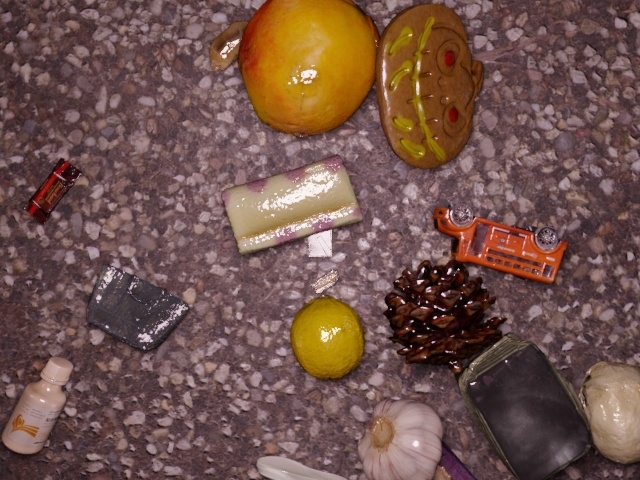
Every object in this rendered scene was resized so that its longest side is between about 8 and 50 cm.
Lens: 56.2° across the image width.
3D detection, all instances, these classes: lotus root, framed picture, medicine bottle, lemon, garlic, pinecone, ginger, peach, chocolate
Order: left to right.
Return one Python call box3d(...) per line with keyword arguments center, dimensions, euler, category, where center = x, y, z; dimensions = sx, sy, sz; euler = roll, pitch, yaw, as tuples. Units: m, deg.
box3d(center=(-0.750, 0.438, 1.611), dimensions=(0.114, 0.114, 0.252), euler=(27, 91, 2), category="medicine bottle")
box3d(center=(-0.734, -0.135, 1.644), dimensions=(0.086, 0.028, 0.182), euler=(34, 91, 9), category="chocolate")
box3d(center=(-0.222, -0.526, 1.596), dimensions=(0.190, 0.069, 0.095), euler=(-37, 111, 2), category="ginger")
box3d(center=(-0.020, -0.440, 1.479), dimensions=(0.372, 0.290, 0.373), euler=(0, 90, -2), category="peach")
box3d(center=(0.000, 0.000, 1.626), dimensions=(0.066, 0.006, 0.089), euler=(-1, 91, 2), category="framed picture")
box3d(center=(0.015, 0.110, 1.616), dimensions=(0.083, 0.030, 0.037), euler=(-34, 96, 4), category="lotus root")
box3d(center=(0.018, 0.250, 1.539), dimensions=(0.192, 0.192, 0.231), euler=(-9, 93, 2), category="lemon")
box3d(center=(0.242, 0.547, 1.536), dimensions=(0.253, 0.245, 0.245), euler=(38, 92, -21), category="garlic")
box3d(center=(0.301, 0.176, 1.476), dimensions=(0.298, 0.296, 0.242), euler=(-4, 133, -26), category="pinecone")

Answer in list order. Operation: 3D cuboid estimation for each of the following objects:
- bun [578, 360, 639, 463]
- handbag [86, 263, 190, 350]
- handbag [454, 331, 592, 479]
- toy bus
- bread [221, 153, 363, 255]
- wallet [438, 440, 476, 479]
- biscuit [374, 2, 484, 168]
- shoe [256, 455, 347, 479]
box3d(center=(0.720, 0.423, 1.492), dimensions=(0.152, 0.259, 0.260), euler=(4, 91, 15), category="bun")
box3d(center=(-0.505, 0.186, 1.619), dimensions=(0.270, 0.089, 0.175), euler=(27, 84, 1), category="handbag")
box3d(center=(0.491, 0.401, 1.500), dimensions=(0.247, 0.240, 0.341), euler=(-33, 91, -1), category="handbag")
box3d(center=(0.444, 0.005, 1.543), dimensions=(0.329, 0.143, 0.153), euler=(16, 93, 0), category="toy bus")
box3d(center=(-0.077, -0.089, 1.555), dimensions=(0.338, 0.155, 0.187), euler=(-18, 98, 0), category="bread")
box3d(center=(0.329, 0.621, 1.612), dimensions=(0.111, 0.030, 0.166), euler=(-42, 89, 2), category="wallet")
box3d(center=(0.288, -0.387, 1.497), dimensions=(0.350, 0.070, 0.395), euler=(-25, 112, -26), category="biscuit")
box3d(center=(-0.053, 0.664, 1.598), dimensions=(0.264, 0.095, 0.110), euler=(16, 92, -1), category="shoe")
